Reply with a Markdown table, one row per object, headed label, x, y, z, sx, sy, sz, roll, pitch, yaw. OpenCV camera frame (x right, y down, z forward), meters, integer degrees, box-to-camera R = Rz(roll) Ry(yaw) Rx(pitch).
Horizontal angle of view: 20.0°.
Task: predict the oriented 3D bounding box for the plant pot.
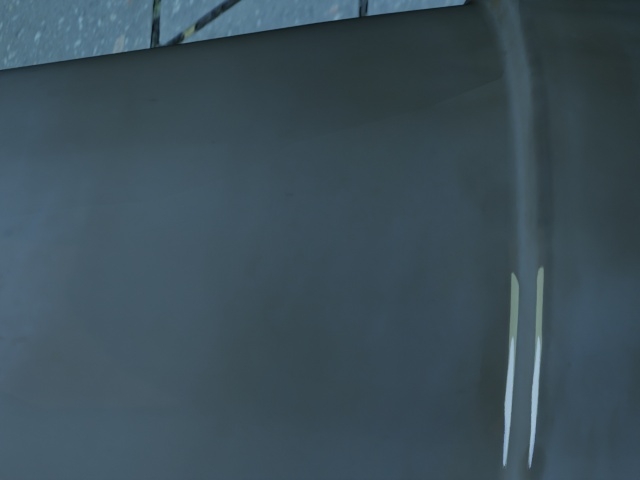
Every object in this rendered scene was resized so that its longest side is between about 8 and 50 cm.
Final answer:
| label | x | y | z | sx | sy | sz | roll | pitch | yaw |
| --- | --- | --- | --- | --- | --- | --- | --- | --- | --- |
| plant pot | -0.028 | 0.048 | 0.697 | 0.323 | 0.280 | 0.323 | -175 | 90 | -86 |
